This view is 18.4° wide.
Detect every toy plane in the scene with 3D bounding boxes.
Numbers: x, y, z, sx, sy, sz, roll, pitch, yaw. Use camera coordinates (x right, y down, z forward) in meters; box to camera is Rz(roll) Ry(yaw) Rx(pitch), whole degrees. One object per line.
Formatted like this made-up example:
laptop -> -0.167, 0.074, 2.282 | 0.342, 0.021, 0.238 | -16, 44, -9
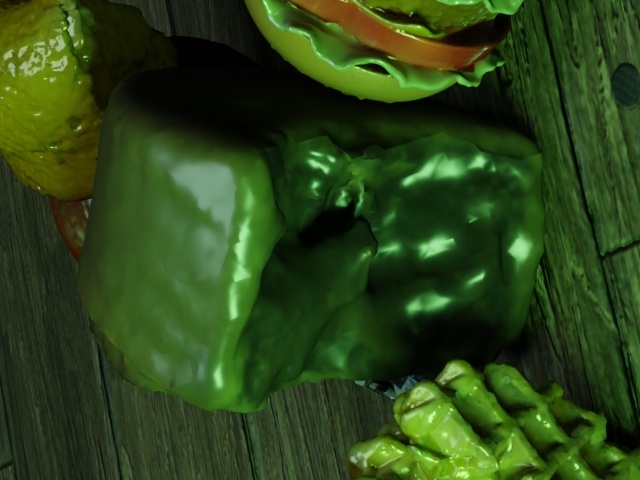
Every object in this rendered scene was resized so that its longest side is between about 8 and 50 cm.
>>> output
toy plane -> 0.088, 0.135, 1.858 | 0.197, 0.053, 0.078 | 28, 124, 48

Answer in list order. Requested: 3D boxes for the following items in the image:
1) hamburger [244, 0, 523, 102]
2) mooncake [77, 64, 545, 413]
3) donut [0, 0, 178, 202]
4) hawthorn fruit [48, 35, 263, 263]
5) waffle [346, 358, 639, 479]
hamburger -> 0.053, -0.238, 1.679 | 0.212, 0.274, 0.274 | -59, 46, 35
mooncake -> 0.000, 0.000, 1.660 | 0.393, 0.394, 0.246 | -92, 14, -69
donut -> -0.229, -0.265, 1.873 | 0.377, 0.163, 0.435 | 6, 66, 45
hawthorn fruit -> -0.134, -0.045, 1.985 | 0.311, 0.295, 0.295 | 97, 152, -55
waffle -> 0.166, 0.257, 1.559 | 0.151, 0.261, 0.324 | -44, 59, 40
